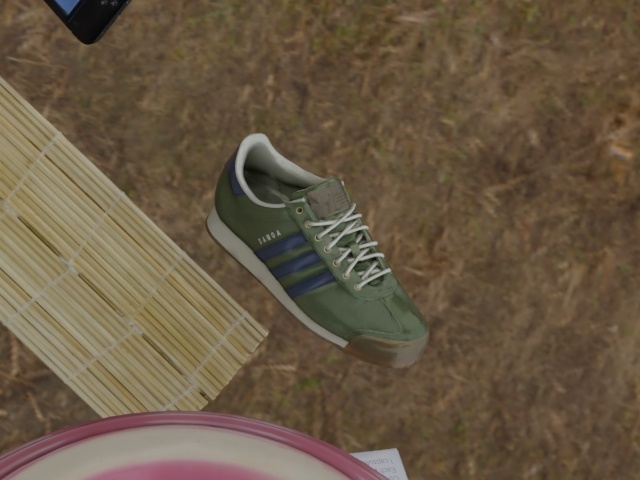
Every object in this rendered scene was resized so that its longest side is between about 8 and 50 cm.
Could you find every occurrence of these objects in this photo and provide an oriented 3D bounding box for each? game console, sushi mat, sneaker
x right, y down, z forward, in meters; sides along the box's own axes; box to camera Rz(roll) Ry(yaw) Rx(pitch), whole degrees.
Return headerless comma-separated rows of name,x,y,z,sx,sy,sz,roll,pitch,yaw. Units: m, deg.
game console,-0.217,-0.235,1.040,0.144,0.124,0.085,49,33,3
sushi mat,-0.199,0.016,1.022,0.316,0.019,0.151,45,103,-5
sneaker,0.000,0.000,0.876,0.064,0.192,0.086,-25,142,-42

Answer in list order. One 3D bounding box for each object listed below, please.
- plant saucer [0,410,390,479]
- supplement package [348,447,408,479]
plant saucer,-0.065,0.209,0.588,0.332,0.332,0.084,-32,151,-29
supplement package,0.002,0.269,0.794,0.139,0.244,0.134,-2,146,-30
